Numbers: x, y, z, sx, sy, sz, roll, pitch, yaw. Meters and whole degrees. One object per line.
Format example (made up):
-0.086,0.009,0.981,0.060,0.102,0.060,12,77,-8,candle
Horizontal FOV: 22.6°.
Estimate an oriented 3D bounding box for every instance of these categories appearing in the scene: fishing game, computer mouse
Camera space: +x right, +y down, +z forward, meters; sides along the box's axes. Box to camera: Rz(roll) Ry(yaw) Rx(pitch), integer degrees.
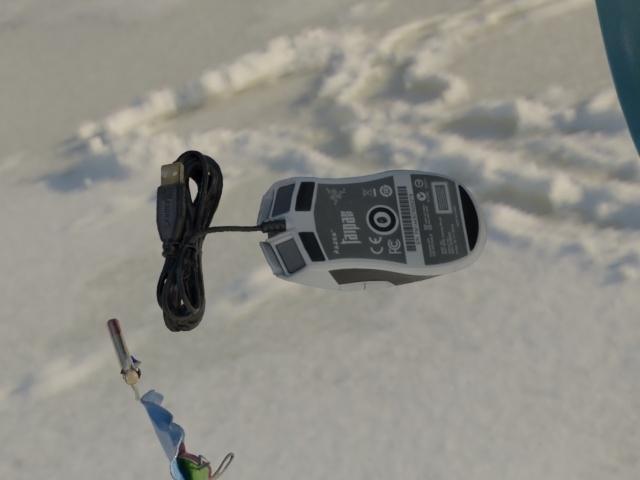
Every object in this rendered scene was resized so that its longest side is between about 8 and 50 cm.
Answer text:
-0.056,0.168,0.962,0.041,0.264,0.189,-27,13,-5,fishing game
0.000,0.000,0.918,0.193,0.106,0.042,0,-27,-13,computer mouse

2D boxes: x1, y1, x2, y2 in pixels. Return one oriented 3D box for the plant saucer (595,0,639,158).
0.190,-0.176,0.865,0.044,0.317,0.317,-10,20,0,plant saucer
